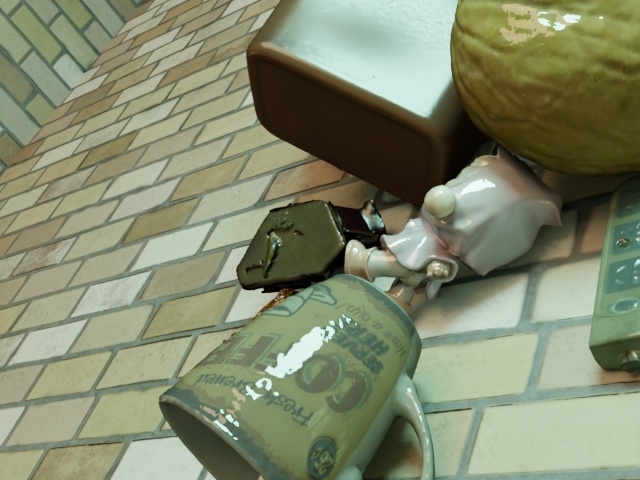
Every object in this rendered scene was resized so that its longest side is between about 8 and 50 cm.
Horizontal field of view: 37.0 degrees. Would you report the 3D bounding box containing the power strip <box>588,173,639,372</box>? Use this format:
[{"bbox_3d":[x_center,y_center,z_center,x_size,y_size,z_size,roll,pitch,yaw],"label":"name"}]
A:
[{"bbox_3d":[0.345,0.024,1.030,0.080,0.048,0.286,-15,35,35],"label":"power strip"}]

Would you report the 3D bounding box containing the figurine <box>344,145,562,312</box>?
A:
[{"bbox_3d":[0.163,-0.004,1.190,0.276,0.200,0.133,-35,70,11],"label":"figurine"}]

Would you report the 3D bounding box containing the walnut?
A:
[{"bbox_3d":[0.316,-0.222,1.135,0.332,0.333,0.333,-28,30,18],"label":"walnut"}]

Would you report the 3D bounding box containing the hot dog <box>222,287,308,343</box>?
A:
[{"bbox_3d":[-0.091,0.147,1.324,0.249,0.076,0.102,-42,25,-5],"label":"hot dog"}]

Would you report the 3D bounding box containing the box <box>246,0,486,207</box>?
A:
[{"bbox_3d":[0.088,-0.237,1.380,0.339,0.239,0.229,27,67,15],"label":"box"}]

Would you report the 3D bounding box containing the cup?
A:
[{"bbox_3d":[0.015,0.184,1.042,0.301,0.227,0.257,33,67,30],"label":"cup"}]

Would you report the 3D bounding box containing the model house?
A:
[{"bbox_3d":[0.004,0.009,1.381,0.203,0.164,0.141,-4,79,40],"label":"model house"}]
